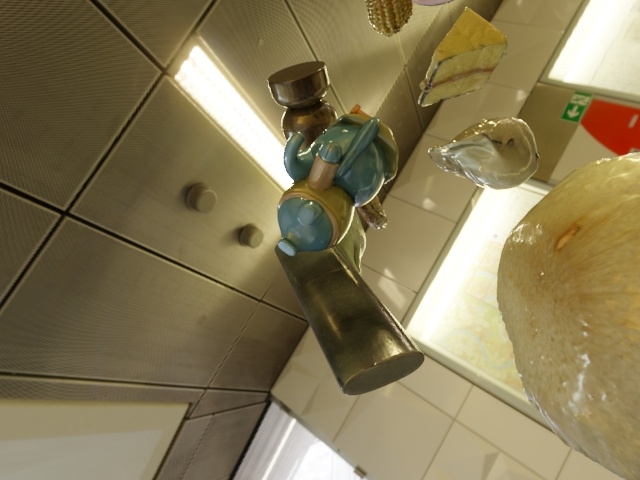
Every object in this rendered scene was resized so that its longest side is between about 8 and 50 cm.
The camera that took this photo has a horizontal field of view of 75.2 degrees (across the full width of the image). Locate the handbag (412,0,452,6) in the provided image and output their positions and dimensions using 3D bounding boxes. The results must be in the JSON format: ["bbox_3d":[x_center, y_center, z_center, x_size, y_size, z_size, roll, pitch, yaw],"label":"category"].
[{"bbox_3d":[0.270,-0.640,0.949,0.205,0.179,0.117,-103,16,-84],"label":"handbag"}]

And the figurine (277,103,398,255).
[{"bbox_3d":[0.026,-0.100,0.655,0.262,0.153,0.180,-52,-33,-36],"label":"figurine"}]

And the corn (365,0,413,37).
[{"bbox_3d":[0.104,-0.563,0.829,0.101,0.101,0.292,-47,-58,-25],"label":"corn"}]

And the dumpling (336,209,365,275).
[{"bbox_3d":[0.025,-0.004,1.146,0.321,0.211,0.270,-69,-9,-52],"label":"dumpling"}]

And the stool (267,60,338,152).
[{"bbox_3d":[-0.039,-0.385,1.274,0.179,0.179,0.264,-42,-48,-32],"label":"stool"}]

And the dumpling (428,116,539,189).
[{"bbox_3d":[0.361,-0.201,0.945,0.243,0.226,0.175,40,-115,-32],"label":"dumpling"}]

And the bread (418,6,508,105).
[{"bbox_3d":[0.461,-0.565,1.395,0.236,0.198,0.263,-47,-11,-13],"label":"bread"}]

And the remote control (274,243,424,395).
[{"bbox_3d":[0.017,0.078,0.636,0.107,0.377,0.044,-14,-63,-13],"label":"remote control"}]

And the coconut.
[{"bbox_3d":[0.431,0.082,0.463,0.415,0.415,0.345,-49,-17,-23],"label":"coconut"}]

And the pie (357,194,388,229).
[{"bbox_3d":[0.176,-0.164,1.607,0.085,0.309,0.308,-31,-27,13],"label":"pie"}]
